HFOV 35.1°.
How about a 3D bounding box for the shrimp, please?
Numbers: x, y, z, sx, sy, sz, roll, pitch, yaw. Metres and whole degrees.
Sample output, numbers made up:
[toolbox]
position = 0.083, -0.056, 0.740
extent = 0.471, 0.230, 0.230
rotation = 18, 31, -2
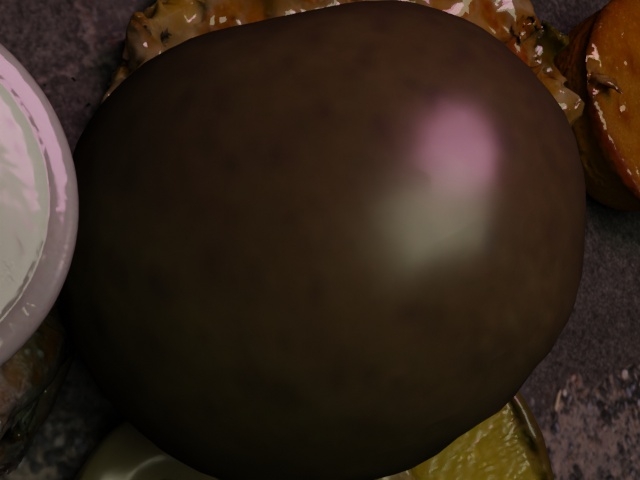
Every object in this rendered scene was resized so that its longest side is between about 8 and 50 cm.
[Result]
[shrimp]
position = -0.212, 0.116, 0.682
extent = 0.047, 0.223, 0.126
rotation = 18, 111, 3

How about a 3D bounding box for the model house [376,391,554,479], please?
[model house]
position = 0.058, 0.217, 0.836
extent = 0.234, 0.174, 0.193
rotation = -28, 99, -37

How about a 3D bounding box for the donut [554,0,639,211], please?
[donut]
position = 0.359, -0.148, 1.126
extent = 0.253, 0.118, 0.254
rotation = 7, 76, -31

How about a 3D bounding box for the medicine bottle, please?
[medicine bottle]
position = -0.293, -0.008, 0.612
extent = 0.237, 0.232, 0.238
rotation = 5, 80, -32

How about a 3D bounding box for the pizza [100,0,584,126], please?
[pizza]
position = 0.072, -0.189, 0.902
extent = 0.392, 0.080, 0.435
rotation = 36, 85, -21

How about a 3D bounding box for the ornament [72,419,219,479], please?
[ornament]
position = -0.182, 0.231, 0.747
extent = 0.230, 0.061, 0.245
rotation = 10, 79, -33

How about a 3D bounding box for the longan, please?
[longan]
position = 0.000, 0.000, 0.704
extent = 0.360, 0.361, 0.361
rotation = 6, 79, -32
